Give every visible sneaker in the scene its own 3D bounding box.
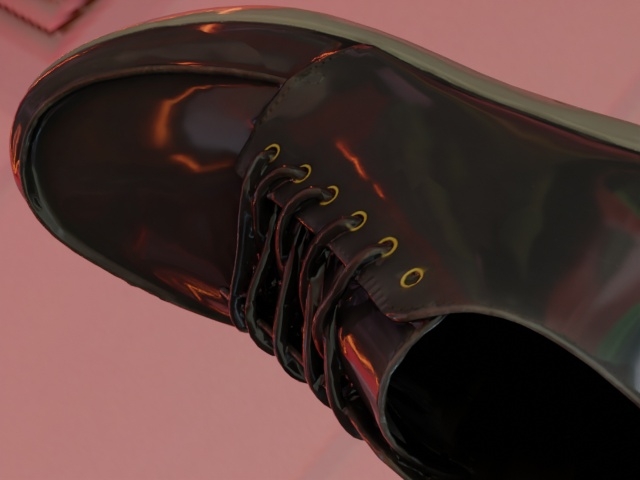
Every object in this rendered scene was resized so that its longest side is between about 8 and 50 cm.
[{"bbox_3d":[0.000,0.000,0.444,0.222,0.083,0.118,12,-155,20],"label":"sneaker"}]
